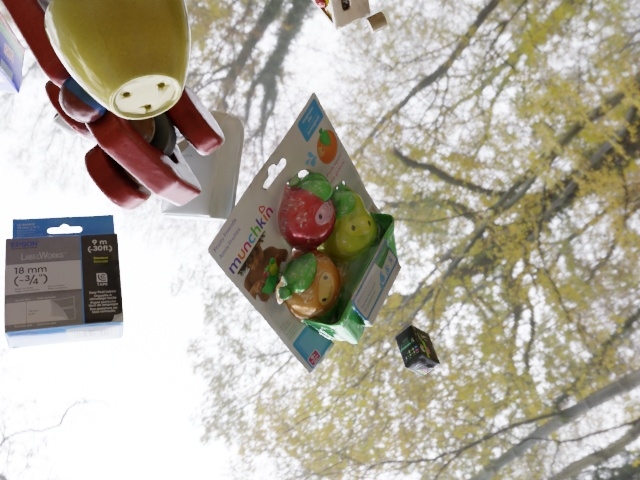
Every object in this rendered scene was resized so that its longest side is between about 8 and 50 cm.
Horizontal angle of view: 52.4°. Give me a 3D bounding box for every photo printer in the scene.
[{"bbox_3d":[-0.330,-0.211,1.819,0.107,0.256,0.308,10,-93,-46],"label":"photo printer"}]

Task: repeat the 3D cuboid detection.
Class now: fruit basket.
[{"bbox_3d":[0.000,0.000,1.054,0.165,0.353,0.327,12,-123,32],"label":"fruit basket"}]

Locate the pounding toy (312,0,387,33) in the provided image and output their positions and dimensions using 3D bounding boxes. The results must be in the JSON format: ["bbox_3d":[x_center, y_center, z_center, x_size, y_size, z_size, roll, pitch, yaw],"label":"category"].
[{"bbox_3d":[0.047,-0.479,1.313,0.094,0.181,0.206,-27,-122,-6],"label":"pounding toy"}]

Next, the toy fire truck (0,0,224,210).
[{"bbox_3d":[-0.270,-0.183,0.815,0.302,0.169,0.254,57,-173,14],"label":"toy fire truck"}]

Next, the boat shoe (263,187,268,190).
[{"bbox_3d":[-0.157,-0.072,1.813,0.116,0.319,0.099,-37,-113,-6],"label":"boat shoe"}]

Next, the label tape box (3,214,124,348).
[{"bbox_3d":[-0.581,0.062,1.473,0.240,0.106,0.334,-4,-118,-19],"label":"label tape box"}]

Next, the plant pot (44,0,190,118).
[{"bbox_3d":[-0.177,-0.173,0.611,0.134,0.134,0.095,-11,-112,-34],"label":"plant pot"}]

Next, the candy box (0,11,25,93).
[{"bbox_3d":[-0.806,-0.412,1.329,0.317,0.268,0.122,6,-98,-11],"label":"candy box"}]

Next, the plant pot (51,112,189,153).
[{"bbox_3d":[-0.471,-0.337,1.672,0.280,0.323,0.323,41,-135,-28],"label":"plant pot"}]

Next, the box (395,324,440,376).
[{"bbox_3d":[0.204,0.232,1.371,0.062,0.052,0.083,30,-152,-34],"label":"box"}]
